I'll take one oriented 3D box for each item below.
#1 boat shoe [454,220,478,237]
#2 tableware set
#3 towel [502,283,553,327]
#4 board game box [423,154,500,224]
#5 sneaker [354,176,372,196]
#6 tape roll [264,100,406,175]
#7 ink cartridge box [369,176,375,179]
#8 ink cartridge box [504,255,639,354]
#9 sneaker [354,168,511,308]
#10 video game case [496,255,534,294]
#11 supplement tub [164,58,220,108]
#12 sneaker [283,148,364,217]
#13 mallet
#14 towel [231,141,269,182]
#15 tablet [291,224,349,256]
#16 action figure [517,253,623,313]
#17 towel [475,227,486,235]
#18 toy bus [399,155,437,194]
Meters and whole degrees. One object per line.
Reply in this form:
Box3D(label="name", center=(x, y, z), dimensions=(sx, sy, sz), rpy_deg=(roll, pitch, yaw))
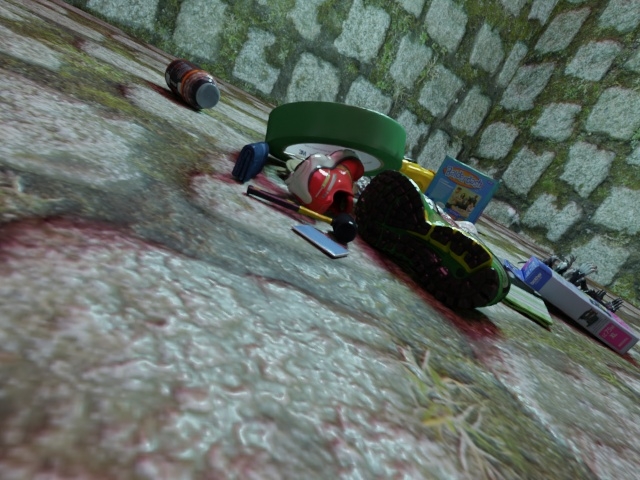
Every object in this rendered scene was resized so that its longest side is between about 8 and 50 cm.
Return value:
Box3D(label="boat shoe", center=(0.316, -0.003, 0.993), dimensions=(0.098, 0.096, 0.277), rpy_deg=(32, 17, 11))
Box3D(label="tableware set", center=(0.001, -0.134, 0.984), dimensions=(0.194, 0.039, 0.128), rpy_deg=(11, 37, -33))
Box3D(label="towel", center=(0.429, 0.131, 0.915), dimensions=(0.113, 0.023, 0.152), rpy_deg=(30, 18, 14))
Box3D(label="board game box", center=(0.366, -0.104, 1.181), dimensions=(0.160, 0.210, 0.047), rpy_deg=(35, 18, 22))
Box3D(label="sneaker", center=(0.091, -0.177, 1.227), dimensions=(0.068, 0.071, 0.170), rpy_deg=(-9, 51, -31))
Box3D(label="tape roll", center=(0.033, -0.224, 0.993), dimensions=(0.321, 0.077, 0.321), rpy_deg=(8, -2, 0))
Box3D(label="ink cartridge box", center=(0.146, -0.203, 1.261), dimensions=(0.056, 0.135, 0.099), rpy_deg=(12, 22, -35))
Box3D(label="ink cartridge box", center=(0.606, 0.134, 1.064), dimensions=(0.311, 0.065, 0.186), rpy_deg=(37, 18, 16))
Box3D(label="sneaker", center=(0.187, -0.001, 0.770), dimensions=(0.146, 0.134, 0.343), rpy_deg=(20, 26, -48))
Box3D(label="video game case", center=(0.478, 0.064, 1.185), dimensions=(0.193, 0.023, 0.212), rpy_deg=(30, 17, 6))
Box3D(label="supplement tub", center=(-0.358, -0.438, 1.210), dimensions=(0.106, 0.106, 0.198), rpy_deg=(11, 24, -46))
Box3D(label="sneaker", center=(0.025, -0.101, 0.842), dimensions=(0.118, 0.107, 0.279), rpy_deg=(57, 29, 2))
Box3D(label="mallet", center=(-0.028, -0.051, 0.703), dimensions=(0.189, 0.039, 0.062), rpy_deg=(24, 16, -1))
Box3D(label="towel", center=(-0.120, -0.143, 0.765), dimensions=(0.029, 0.067, 0.119), rpy_deg=(26, 16, 0))
Box3D(label="tablet", center=(0.000, 0.000, 0.634), dimensions=(0.083, 0.006, 0.054), rpy_deg=(34, 17, 22))
Box3D(label="action figure", center=(0.718, 0.107, 1.238), dimensions=(0.275, 0.141, 0.164), rpy_deg=(30, 17, -7))
Box3D(label="towel", center=(0.682, -0.045, 1.872), dimensions=(0.083, 0.009, 0.060), rpy_deg=(18, 20, -30))
Box3D(label="toy bus", center=(0.301, -0.179, 1.342), dimensions=(0.211, 0.149, 0.220), rpy_deg=(13, 15, -2))
